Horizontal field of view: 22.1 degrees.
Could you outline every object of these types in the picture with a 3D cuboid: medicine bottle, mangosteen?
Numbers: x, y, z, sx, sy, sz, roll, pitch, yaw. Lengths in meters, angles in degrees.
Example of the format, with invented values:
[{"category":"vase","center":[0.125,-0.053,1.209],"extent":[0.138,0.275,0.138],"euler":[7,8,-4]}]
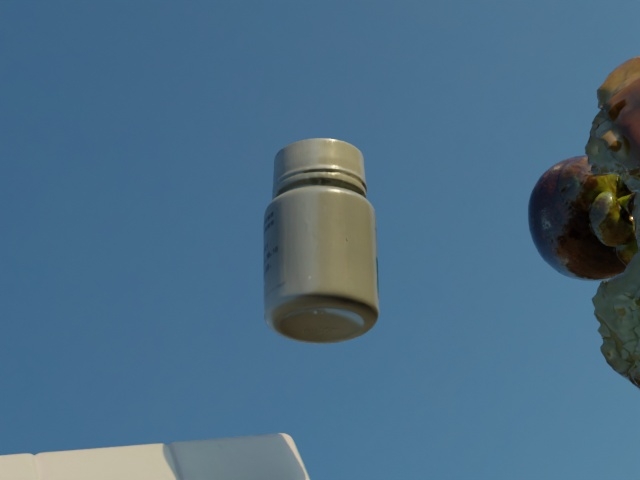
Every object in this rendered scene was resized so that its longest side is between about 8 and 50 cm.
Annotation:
[{"category":"medicine bottle","center":[0.000,0.000,1.146],"extent":[0.080,0.130,0.080],"euler":[0,-28,0]},{"category":"mangosteen","center":[0.326,-0.038,1.870],"extent":[0.181,0.156,0.145],"euler":[-48,21,46]}]

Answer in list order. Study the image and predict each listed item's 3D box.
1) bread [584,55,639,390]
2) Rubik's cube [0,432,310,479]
[{"category":"bread","center":[0.263,0.023,0.629],"extent":[0.195,0.344,0.149],"euler":[43,-118,-42]},{"category":"Rubik's cube","center":[-0.134,0.335,1.104],"extent":[0.291,0.290,0.291],"euler":[-3,-59,-17]}]
